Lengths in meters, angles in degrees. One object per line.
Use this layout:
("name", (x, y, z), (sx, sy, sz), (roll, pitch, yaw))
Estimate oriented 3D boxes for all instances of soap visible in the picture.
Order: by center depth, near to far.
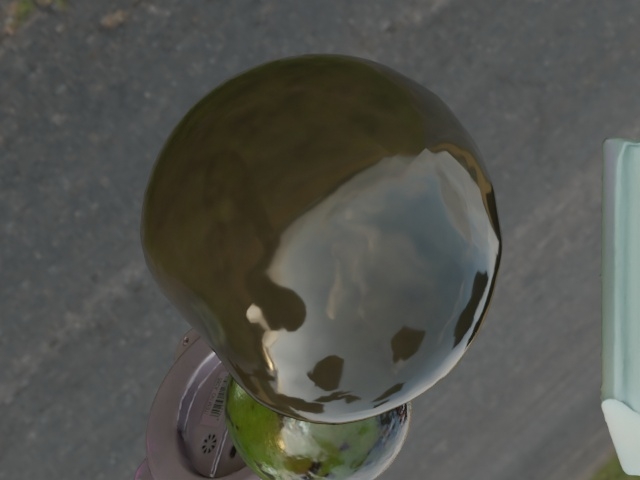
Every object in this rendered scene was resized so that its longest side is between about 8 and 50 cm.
("soap", (0.305, 0.062, 1.282), (0.173, 0.095, 0.289), (10, 80, -63))

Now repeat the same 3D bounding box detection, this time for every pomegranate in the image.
("pomegranate", (0.013, 0.099, 1.139), (0.220, 0.156, 0.156), (-62, 158, -6))

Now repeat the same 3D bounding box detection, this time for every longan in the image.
("longan", (0.000, 0.000, 0.960), (0.248, 0.248, 0.248), (-34, 156, -18))

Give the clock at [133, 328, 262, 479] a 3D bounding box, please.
("clock", (-0.072, 0.210, 1.721), (0.113, 0.322, 0.295), (34, 62, -36))
